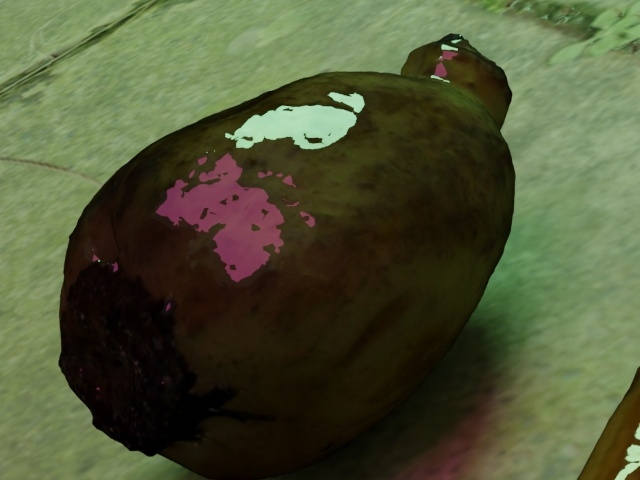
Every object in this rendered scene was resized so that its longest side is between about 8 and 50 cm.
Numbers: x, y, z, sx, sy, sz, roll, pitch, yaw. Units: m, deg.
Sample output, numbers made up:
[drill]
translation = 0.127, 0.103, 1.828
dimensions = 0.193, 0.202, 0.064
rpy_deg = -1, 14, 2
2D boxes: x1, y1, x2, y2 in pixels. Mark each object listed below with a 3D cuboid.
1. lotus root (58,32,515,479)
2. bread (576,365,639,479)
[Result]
[lotus root]
translation = 0.000, 0.000, 0.713
dimensions = 0.214, 0.138, 0.138
rpy_deg = -39, 28, -26
[bread]
translation = 0.141, 0.105, 0.419
dimensions = 0.210, 0.099, 0.235
rpy_deg = -9, 27, 29
